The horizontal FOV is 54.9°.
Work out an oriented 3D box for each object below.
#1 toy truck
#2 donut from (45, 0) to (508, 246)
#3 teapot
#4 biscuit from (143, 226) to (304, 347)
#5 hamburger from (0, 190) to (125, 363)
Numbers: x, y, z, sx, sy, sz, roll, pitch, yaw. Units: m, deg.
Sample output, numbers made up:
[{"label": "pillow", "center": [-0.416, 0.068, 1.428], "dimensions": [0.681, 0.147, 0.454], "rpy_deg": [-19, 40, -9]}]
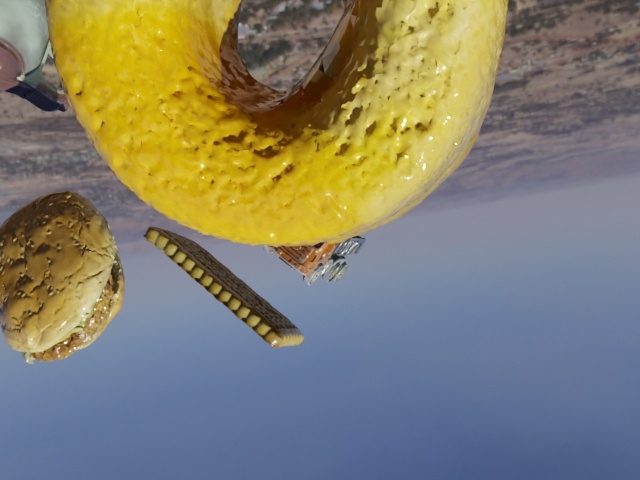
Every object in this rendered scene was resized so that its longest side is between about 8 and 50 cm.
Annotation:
[{"label": "toy truck", "center": [0.000, 0.000, 0.855], "dimensions": [0.083, 0.092, 0.192], "rpy_deg": [38, -171, 14]}, {"label": "donut", "center": [-0.027, -0.135, 0.359], "dimensions": [0.303, 0.302, 0.110], "rpy_deg": [-9, -170, 10]}, {"label": "teapot", "center": [-0.662, -0.425, 1.316], "dimensions": [0.233, 0.312, 0.315], "rpy_deg": [-31, 141, 25]}, {"label": "biscuit", "center": [-0.135, 0.066, 0.899], "dimensions": [0.029, 0.254, 0.172], "rpy_deg": [-52, 167, 0]}, {"label": "hamburger", "center": [-0.466, 0.061, 1.074], "dimensions": [0.259, 0.283, 0.144], "rpy_deg": [-36, 158, 6]}]
